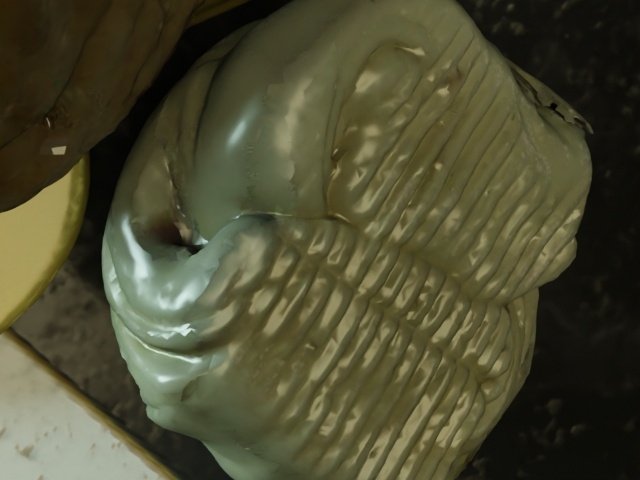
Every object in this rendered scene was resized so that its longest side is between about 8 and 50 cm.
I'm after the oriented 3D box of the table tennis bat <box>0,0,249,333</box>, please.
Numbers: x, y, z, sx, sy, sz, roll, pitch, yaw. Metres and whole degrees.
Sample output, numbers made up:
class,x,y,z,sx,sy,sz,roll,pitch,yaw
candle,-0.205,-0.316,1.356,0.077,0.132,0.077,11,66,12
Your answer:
class,x,y,z,sx,sy,sz,roll,pitch,yaw
table tennis bat,-0.151,-0.062,0.731,0.321,0.050,0.198,-30,101,-6

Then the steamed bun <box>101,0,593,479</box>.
class,x,y,z,sx,sy,sz,roll,pitch,yaw
steamed bun,0.001,-0.002,0.734,0.218,0.144,0.211,34,85,-39

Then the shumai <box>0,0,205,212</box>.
class,x,y,z,sx,sy,sz,roll,pitch,yaw
shumai,-0.175,-0.189,0.642,0.283,0.217,0.346,9,100,26
